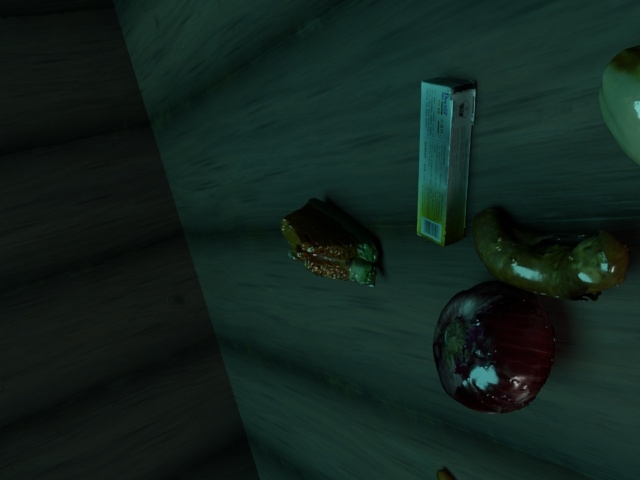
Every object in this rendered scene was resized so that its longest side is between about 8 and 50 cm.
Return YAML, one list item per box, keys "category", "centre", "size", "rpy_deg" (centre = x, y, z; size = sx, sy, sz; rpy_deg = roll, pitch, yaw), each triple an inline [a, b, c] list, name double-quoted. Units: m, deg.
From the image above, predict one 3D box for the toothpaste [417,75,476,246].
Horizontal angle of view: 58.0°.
- category: "toothpaste"
  centre: [0.233, -0.147, 1.097]
  size: [0.089, 0.071, 0.312]
  rpy_deg: [32, 133, 49]

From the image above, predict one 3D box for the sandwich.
- category: "sandwich"
  centre: [0.003, -0.006, 1.436]
  size: [0.292, 0.212, 0.109]
  rpy_deg: [54, 133, 49]

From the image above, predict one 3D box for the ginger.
- category: "ginger"
  centre: [0.367, 0.028, 0.956]
  size: [0.309, 0.107, 0.133]
  rpy_deg: [12, 132, 59]

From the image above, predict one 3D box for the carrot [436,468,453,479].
- category: "carrot"
  centre: [0.330, 0.632, 1.426]
  size: [0.139, 0.048, 0.048]
  rpy_deg: [59, 148, 20]

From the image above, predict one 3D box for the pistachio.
- category: "pistachio"
  centre: [0.436, -0.148, 0.704]
  size: [0.215, 0.144, 0.144]
  rpy_deg: [50, 146, 12]

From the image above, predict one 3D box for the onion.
- category: "onion"
  centre: [0.322, 0.199, 1.043]
  size: [0.252, 0.219, 0.252]
  rpy_deg: [-55, 19, 29]
